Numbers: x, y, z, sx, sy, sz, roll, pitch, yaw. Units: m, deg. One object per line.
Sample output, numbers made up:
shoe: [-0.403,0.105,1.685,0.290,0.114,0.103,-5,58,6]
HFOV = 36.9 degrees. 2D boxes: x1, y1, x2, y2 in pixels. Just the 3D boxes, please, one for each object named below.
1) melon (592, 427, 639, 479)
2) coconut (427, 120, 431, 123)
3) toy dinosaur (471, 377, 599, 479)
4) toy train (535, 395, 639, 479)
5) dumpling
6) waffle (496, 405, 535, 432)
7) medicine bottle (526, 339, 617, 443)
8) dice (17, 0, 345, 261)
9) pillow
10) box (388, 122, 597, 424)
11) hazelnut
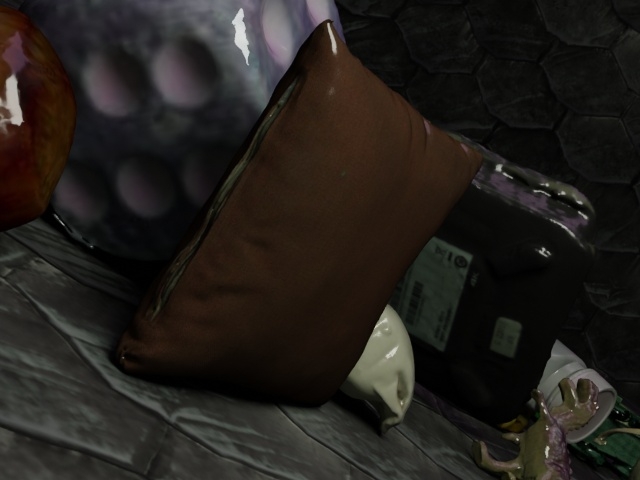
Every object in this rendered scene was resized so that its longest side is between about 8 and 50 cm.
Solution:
melon: [0.524,0.350,1.189,0.308,0.272,0.272,44,4,-19]
coconut: [0.062,-0.079,1.715,0.297,0.310,0.297,4,12,-1]
toy dinosaur: [0.292,0.289,1.153,0.199,0.072,0.251,1,58,-23]
toy train: [0.501,0.332,1.741,0.300,0.120,0.202,29,6,-39]
dumpling: [0.040,0.112,1.041,0.169,0.100,0.134,47,-8,-7]
waffle: [0.213,0.198,1.515,0.309,0.065,0.283,36,9,-17]
medicine bottle: [0.305,0.172,1.463,0.296,0.111,0.161,43,11,38]
dice: [-0.130,-0.151,0.977,0.270,0.270,0.271,-4,25,21]
pillow: [0.000,0.000,0.840,0.108,0.308,0.305,35,6,34]
box: [0.142,0.035,1.199,0.350,0.359,0.091,29,43,21]
hazelnut: [-0.289,-0.100,0.778,0.178,0.178,0.204,26,44,-50]
